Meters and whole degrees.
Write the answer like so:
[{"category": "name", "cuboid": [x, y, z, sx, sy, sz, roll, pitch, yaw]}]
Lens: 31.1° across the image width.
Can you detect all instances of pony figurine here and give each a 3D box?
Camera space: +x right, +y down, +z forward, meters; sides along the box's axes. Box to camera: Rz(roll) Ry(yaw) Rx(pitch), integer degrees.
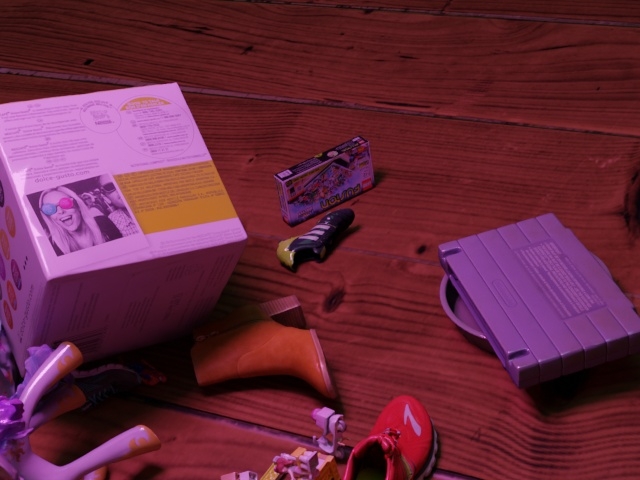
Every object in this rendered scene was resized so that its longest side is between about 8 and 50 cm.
[{"category": "pony figurine", "cuboid": [-0.452, 0.319, 1.659, 0.303, 0.351, 0.363, -25, 18, 46]}]

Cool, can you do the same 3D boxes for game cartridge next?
[{"category": "game cartridge", "cuboid": [0.359, 0.090, 1.885, 0.230, 0.068, 0.355, -12, 35, -9]}]

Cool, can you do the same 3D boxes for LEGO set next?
[{"category": "LEGO set", "cuboid": [-0.074, 0.344, 1.668, 0.107, 0.132, 0.287, 8, 17, 34]}]

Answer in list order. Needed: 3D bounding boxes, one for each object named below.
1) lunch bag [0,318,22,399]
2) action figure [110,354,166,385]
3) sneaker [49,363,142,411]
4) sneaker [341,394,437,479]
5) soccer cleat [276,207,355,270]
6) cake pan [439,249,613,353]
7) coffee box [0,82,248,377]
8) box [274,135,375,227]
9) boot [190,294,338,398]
[{"category": "lunch bag", "cuboid": [-0.640, 0.192, 2.011, 0.223, 0.160, 0.262, -14, 41, -3]}, {"category": "action figure", "cuboid": [-0.312, 0.226, 1.988, 0.115, 0.030, 0.038, 15, 37, 29]}, {"category": "sneaker", "cuboid": [-0.384, 0.257, 1.948, 0.166, 0.065, 0.076, -8, 51, 10]}, {"category": "sneaker", "cuboid": [0.098, 0.316, 1.672, 0.107, 0.118, 0.279, 6, 38, 21]}, {"category": "soccer cleat", "cuboid": [0.000, 0.000, 2.206, 0.179, 0.060, 0.072, -31, 49, -17]}, {"category": "cake pan", "cuboid": [0.352, 0.098, 1.970, 0.293, 0.054, 0.293, -7, 35, 5]}, {"category": "coffee box", "cuboid": [-0.371, -0.021, 1.923, 0.338, 0.337, 0.334, -13, 64, -29]}, {"category": "box", "cuboid": [0.011, -0.120, 2.316, 0.207, 0.114, 0.036, -27, 38, -21]}, {"category": "boot", "cuboid": [-0.102, 0.205, 1.914, 0.211, 0.104, 0.295, -22, 31, -7]}]
